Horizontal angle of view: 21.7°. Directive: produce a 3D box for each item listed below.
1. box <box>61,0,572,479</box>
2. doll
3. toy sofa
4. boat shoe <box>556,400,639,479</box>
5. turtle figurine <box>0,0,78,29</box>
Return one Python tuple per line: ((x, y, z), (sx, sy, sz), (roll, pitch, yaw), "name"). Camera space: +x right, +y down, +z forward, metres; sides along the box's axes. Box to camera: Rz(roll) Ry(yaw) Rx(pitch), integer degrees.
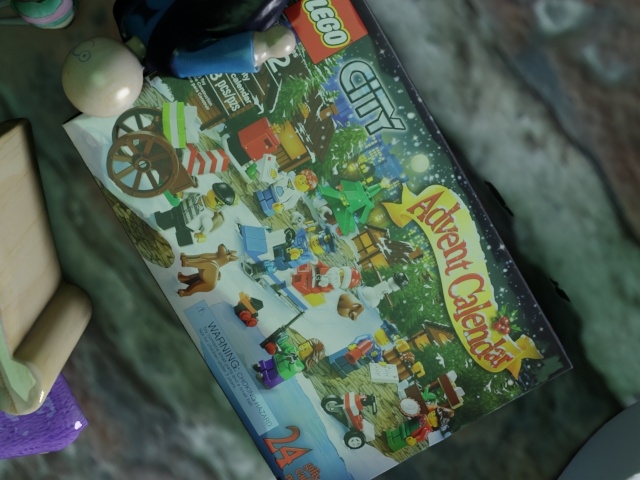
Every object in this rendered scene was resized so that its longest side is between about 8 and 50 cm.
((0.000, 0.000, 0.837), (0.159, 0.044, 0.233), (-30, 100, 6), "box")
((-0.045, -0.125, 0.782), (0.189, 0.129, 0.046), (-44, 137, -10), "doll")
((-0.299, 0.063, 0.799), (0.362, 0.150, 0.177), (-9, 100, 2), "toy sofa")
((0.148, 0.136, 0.867), (0.040, 0.049, 0.142), (39, 101, -26), "boat shoe")
((-0.163, -0.158, 0.758), (0.234, 0.118, 0.175), (-39, 119, 6), "turtle figurine")
